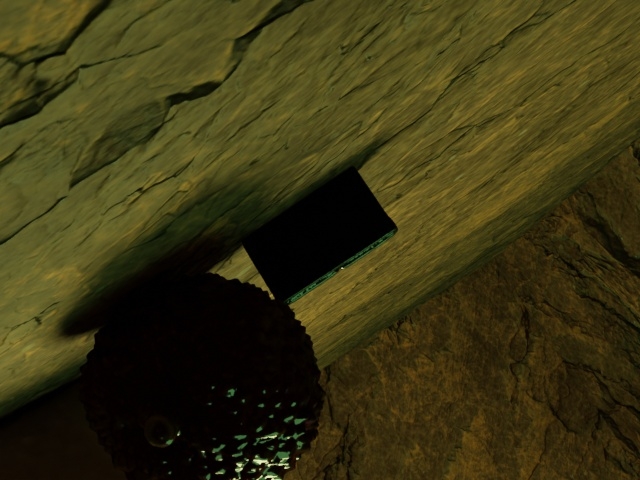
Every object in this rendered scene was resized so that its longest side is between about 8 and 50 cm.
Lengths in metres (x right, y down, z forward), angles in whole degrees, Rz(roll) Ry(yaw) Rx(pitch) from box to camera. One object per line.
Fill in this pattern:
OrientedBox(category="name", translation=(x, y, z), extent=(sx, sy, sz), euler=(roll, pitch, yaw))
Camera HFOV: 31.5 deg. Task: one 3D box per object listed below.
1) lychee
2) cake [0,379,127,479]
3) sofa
OrientedBox(category="lychee", translation=(-0.108, 0.143, 1.113), extent=(0.236, 0.236, 0.271), euler=(-36, 175, 12))
OrientedBox(category="cake", translation=(-0.278, 0.298, 1.347), extent=(0.309, 0.230, 0.237), euler=(-26, 166, -36))
OrientedBox(category="sofa", translation=(0.000, 0.000, 1.186), extent=(0.147, 0.085, 0.060), euler=(-34, 168, -2))
